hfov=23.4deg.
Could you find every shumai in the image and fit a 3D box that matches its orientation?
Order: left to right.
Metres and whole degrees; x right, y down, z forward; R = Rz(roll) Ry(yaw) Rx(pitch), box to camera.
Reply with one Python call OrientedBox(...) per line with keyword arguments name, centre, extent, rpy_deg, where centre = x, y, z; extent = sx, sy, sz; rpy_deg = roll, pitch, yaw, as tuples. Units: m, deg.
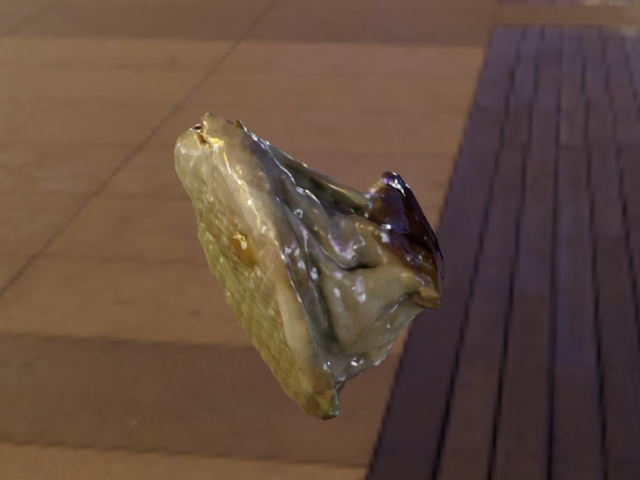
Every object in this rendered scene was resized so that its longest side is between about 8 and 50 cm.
OrientedBox(name="shumai", centre=(0.000, 0.000, 0.939), extent=(0.120, 0.201, 0.201), rpy_deg=(-26, 26, -12))

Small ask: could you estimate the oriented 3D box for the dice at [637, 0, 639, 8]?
OrientedBox(name="dice", centre=(0.467, -0.243, 1.347), extent=(0.322, 0.330, 0.318), rpy_deg=(-19, 11, 28))
